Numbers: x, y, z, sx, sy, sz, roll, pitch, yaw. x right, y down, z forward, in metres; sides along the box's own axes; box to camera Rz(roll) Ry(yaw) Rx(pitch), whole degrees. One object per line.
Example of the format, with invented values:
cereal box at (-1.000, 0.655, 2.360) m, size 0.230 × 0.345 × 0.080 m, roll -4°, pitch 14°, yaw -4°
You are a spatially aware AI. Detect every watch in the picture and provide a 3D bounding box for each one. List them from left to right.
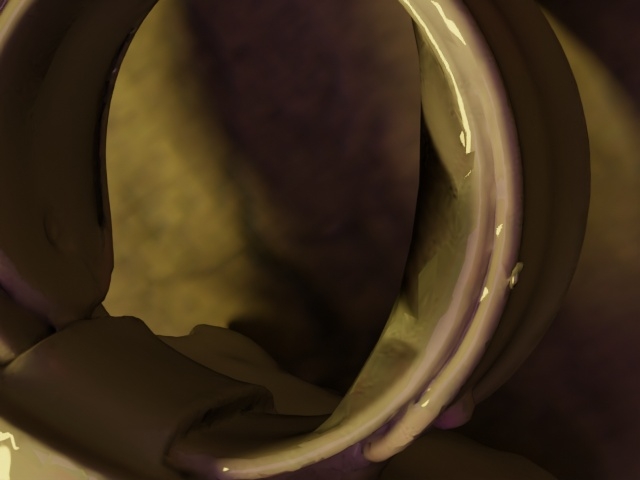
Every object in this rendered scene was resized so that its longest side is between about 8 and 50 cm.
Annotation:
watch at (0.000, 0.000, 0.665) m, size 0.244 × 0.196 × 0.231 m, roll 23°, pitch 100°, yaw 14°
